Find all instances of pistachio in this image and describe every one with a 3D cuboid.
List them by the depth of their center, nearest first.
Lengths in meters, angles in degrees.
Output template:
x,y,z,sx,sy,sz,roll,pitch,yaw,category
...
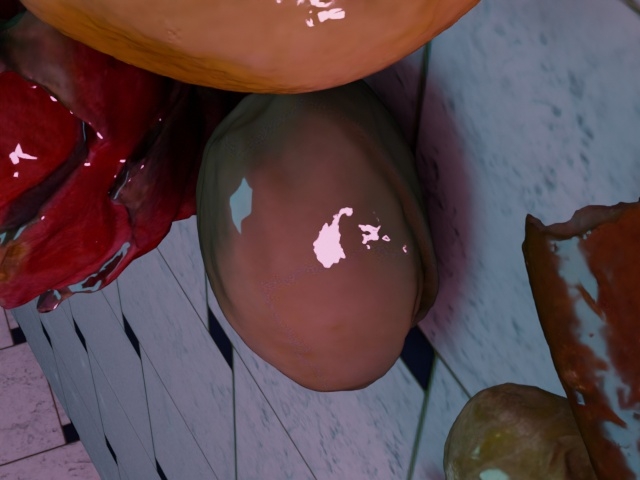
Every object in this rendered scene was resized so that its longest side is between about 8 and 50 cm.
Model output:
x,y,z,sx,sy,sz,roll,pitch,yaw,category
0.000,0.000,0.684,0.136,0.136,0.226,51,162,38,pistachio

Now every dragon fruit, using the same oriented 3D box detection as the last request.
x,y,z,sx,sy,sz,roll,pitch,yaw,category
-0.189,-0.112,0.763,0.329,0.329,0.329,53,157,34,dragon fruit

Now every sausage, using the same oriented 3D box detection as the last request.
x,y,z,sx,sy,sz,roll,pitch,yaw,category
0.161,0.117,0.448,0.302,0.076,0.103,63,161,10,sausage

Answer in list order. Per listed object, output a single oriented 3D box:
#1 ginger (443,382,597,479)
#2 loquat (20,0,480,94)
x,y,z,sx,sy,sz,roll,pitch,yaw,category
0.138,0.259,0.642,0.348,0.122,0.363,62,154,16,ginger
-0.022,-0.149,0.429,0.213,0.213,0.213,53,157,34,loquat
